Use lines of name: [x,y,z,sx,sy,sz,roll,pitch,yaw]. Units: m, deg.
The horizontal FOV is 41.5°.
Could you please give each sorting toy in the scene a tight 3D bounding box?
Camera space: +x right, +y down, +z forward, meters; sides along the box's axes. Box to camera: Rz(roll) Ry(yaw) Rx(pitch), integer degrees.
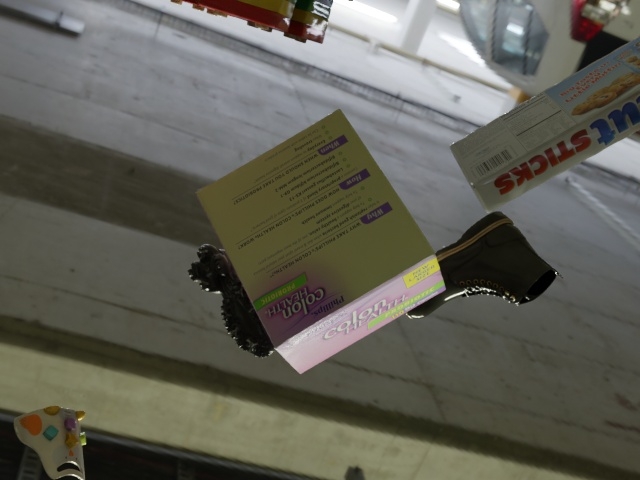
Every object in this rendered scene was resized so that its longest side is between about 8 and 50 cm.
sorting toy: [-0.114,-0.300,0.956,0.255,0.089,0.257,20,-168,12]
sorting toy: [-0.275,0.220,0.900,0.083,0.045,0.075,33,-149,-58]

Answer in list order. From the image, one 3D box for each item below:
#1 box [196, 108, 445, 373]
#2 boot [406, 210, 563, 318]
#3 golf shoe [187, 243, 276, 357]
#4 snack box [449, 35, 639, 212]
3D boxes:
box: [0.000,0.000,1.051,0.243,0.213,0.117,59,180,29]
boot: [0.216,0.064,1.155,0.077,0.198,0.137,39,-172,-49]
golf shoe: [-0.099,0.079,1.174,0.094,0.077,0.198,8,-142,-49]
snack box: [0.153,-0.076,0.431,0.022,0.178,0.064,56,-169,-21]
